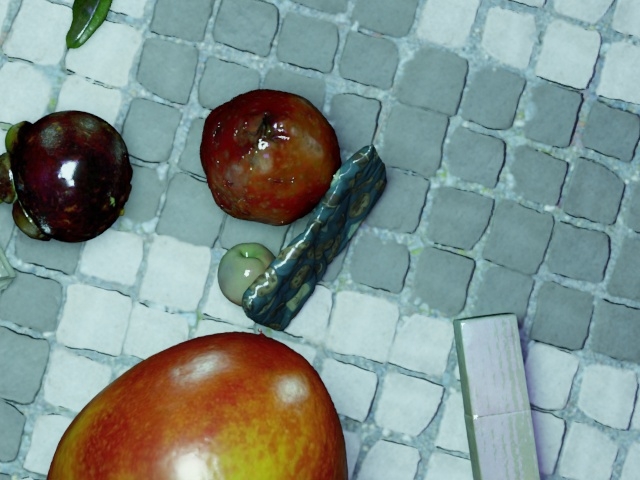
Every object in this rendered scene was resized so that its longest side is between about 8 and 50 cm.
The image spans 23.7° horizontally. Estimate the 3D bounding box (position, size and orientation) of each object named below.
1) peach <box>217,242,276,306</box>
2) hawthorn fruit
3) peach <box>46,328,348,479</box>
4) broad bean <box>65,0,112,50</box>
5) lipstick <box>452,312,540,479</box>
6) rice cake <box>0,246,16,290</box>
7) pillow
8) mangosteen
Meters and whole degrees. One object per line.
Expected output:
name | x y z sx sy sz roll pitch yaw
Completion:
peach | -0.090 0.044 1.922 0.083 0.083 0.083 0 88 -5
hawthorn fruit | -0.067 -0.107 1.854 0.181 0.235 0.181 0 80 2
peach | -0.139 0.278 1.793 0.370 0.370 0.370 0 88 -5
broad bean | -0.281 -0.333 1.935 0.061 0.046 0.195 5 83 7
lipstick | 0.233 0.280 1.942 0.079 0.076 0.372 -7 89 -3
rice cake | -0.461 -0.048 1.904 0.052 0.057 0.256 -28 87 -36
pillow | -0.001 0.001 1.879 0.034 0.189 0.256 37 86 13
mangosteen | -0.319 -0.084 1.870 0.184 0.172 0.172 27 86 16
